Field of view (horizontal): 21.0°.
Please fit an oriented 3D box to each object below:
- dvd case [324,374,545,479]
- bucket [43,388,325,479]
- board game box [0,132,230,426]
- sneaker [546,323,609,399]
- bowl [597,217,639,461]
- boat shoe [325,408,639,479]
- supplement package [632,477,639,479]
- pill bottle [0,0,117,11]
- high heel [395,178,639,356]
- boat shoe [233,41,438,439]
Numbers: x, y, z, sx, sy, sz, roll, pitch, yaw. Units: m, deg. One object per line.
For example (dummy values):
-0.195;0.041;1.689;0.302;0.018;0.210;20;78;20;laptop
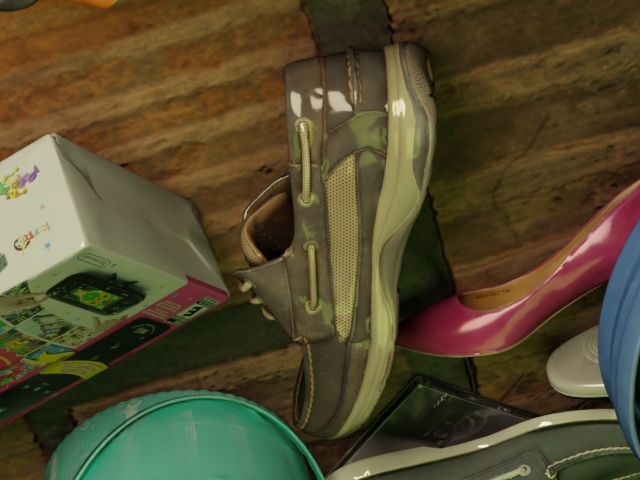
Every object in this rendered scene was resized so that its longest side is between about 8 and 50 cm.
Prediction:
0.094;0.221;1.614;0.164;0.018;0.221;20;126;-29;dvd case
-0.117;0.273;1.500;0.281;0.183;0.281;-7;135;-7;bucket
-0.251;0.056;1.261;0.303;0.097;0.224;-28;158;15;board game box
0.312;0.124;1.528;0.217;0.079;0.121;-16;133;0;sneaker
0.398;0.042;1.405;0.391;0.077;0.391;-14;127;-20;bowl
0.164;0.231;1.545;0.319;0.099;0.116;-12;147;1;boat shoe
0.293;0.292;1.636;0.244;0.139;0.134;-15;144;2;supplement package
-0.227;-0.217;1.038;0.246;0.130;0.130;16;128;-26;pill bottle
0.170;0.023;1.417;0.244;0.082;0.117;-10;109;13;high heel
0.000;0.000;1.320;0.130;0.132;0.355;6;124;-5;boat shoe
